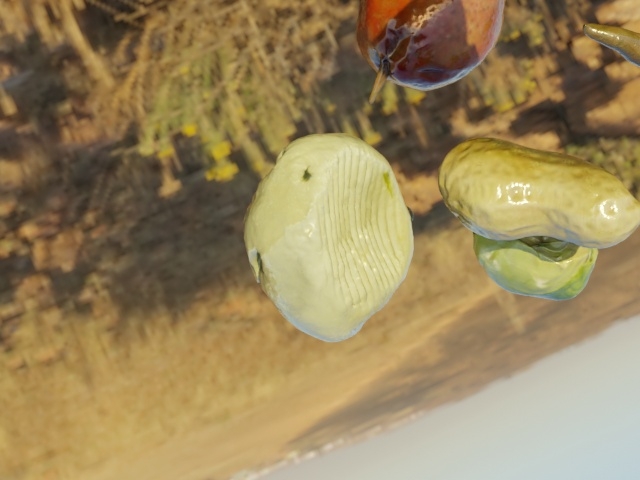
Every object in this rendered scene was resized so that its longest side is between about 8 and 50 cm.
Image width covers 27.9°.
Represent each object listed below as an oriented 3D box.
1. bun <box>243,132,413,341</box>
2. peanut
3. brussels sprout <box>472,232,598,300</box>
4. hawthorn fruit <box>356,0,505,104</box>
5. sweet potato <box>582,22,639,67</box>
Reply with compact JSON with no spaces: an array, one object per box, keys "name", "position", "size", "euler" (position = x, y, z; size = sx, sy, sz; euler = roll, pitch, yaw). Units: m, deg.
[{"name":"bun","position":[0.000,0.000,1.565],"size":[0.160,0.259,0.259],"euler":[-3,-174,36]},{"name":"peanut","position":[0.239,-0.046,1.423],"size":[0.236,0.110,0.120],"euler":[17,-171,28]},{"name":"brussels sprout","position":[0.258,0.013,1.598],"size":[0.149,0.152,0.122],"euler":[5,125,-12]},{"name":"hawthorn fruit","position":[0.139,-0.292,1.776],"size":[0.210,0.210,0.262],"euler":[-38,-162,57]},{"name":"sweet potato","position":[0.478,-0.265,1.845],"size":[0.249,0.060,0.069],"euler":[14,165,-13]}]
